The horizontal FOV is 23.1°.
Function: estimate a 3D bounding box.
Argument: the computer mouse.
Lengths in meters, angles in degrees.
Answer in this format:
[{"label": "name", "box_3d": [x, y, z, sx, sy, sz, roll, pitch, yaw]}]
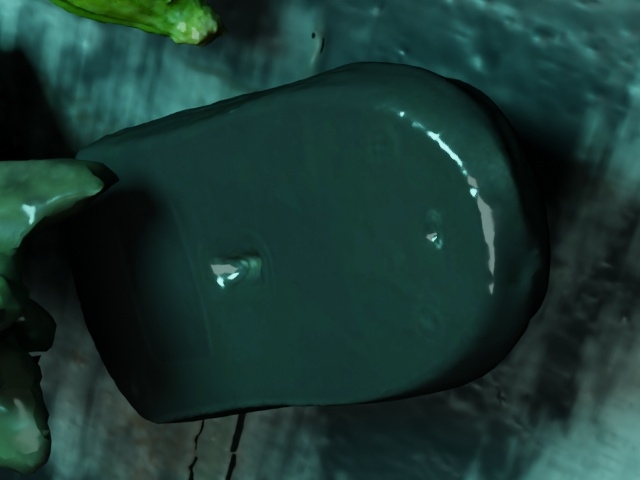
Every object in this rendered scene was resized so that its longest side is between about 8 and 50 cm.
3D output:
[{"label": "computer mouse", "box_3d": [0.000, 0.000, 0.651, 0.270, 0.086, 0.137, -12, 95, 47]}]

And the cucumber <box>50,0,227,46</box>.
[{"label": "cucumber", "box_3d": [-0.116, -0.178, 0.620, 0.134, 0.134, 0.244, -27, 102, 34]}]

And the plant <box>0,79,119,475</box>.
[{"label": "plant", "box_3d": [-0.228, -0.008, 0.697, 0.312, 0.213, 0.215, 29, 119, 11]}]
